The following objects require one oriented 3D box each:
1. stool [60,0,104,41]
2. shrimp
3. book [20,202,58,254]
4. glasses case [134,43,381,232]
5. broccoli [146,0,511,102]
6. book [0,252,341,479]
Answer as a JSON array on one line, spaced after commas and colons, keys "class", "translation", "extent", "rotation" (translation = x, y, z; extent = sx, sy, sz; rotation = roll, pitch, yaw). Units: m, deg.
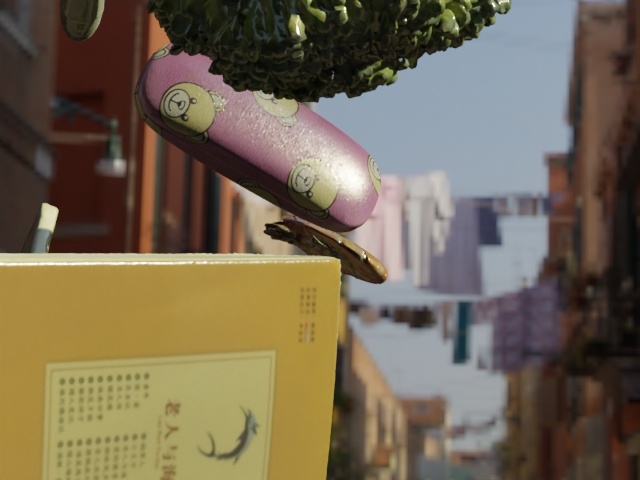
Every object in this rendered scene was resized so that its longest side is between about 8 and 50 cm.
[{"class": "stool", "translation": [-0.191, -0.333, 1.740], "extent": [0.195, 0.195, 0.199], "rotation": [0, -25, -3]}, {"class": "shrimp", "translation": [-0.002, 0.004, 2.294], "extent": [0.236, 0.053, 0.133], "rotation": [26, 0, 39]}, {"class": "book", "translation": [-0.289, 0.099, 1.493], "extent": [0.022, 0.232, 0.162], "rotation": [17, -44, -14]}, {"class": "glasses case", "translation": [-0.069, -0.119, 1.877], "extent": [0.316, 0.123, 0.076], "rotation": [30, -37, -14]}, {"class": "broccoli", "translation": [0.008, -0.240, 1.341], "extent": [0.247, 0.246, 0.288], "rotation": [-5, 8, 38]}, {"class": "book", "translation": [-0.134, 0.141, 1.126], "extent": [0.032, 0.269, 0.389], "rotation": [9, 5, 44]}]
